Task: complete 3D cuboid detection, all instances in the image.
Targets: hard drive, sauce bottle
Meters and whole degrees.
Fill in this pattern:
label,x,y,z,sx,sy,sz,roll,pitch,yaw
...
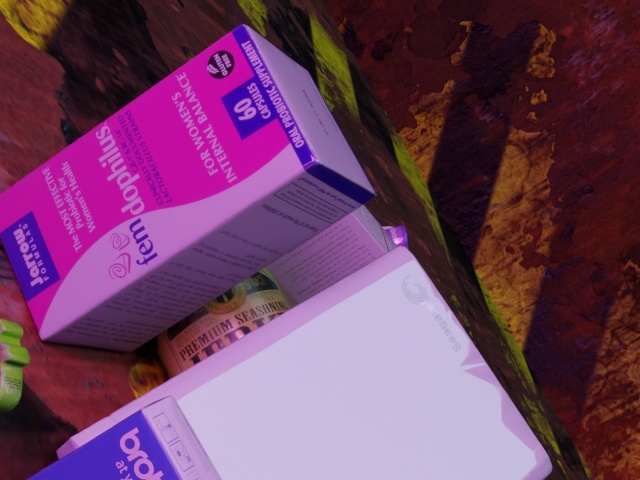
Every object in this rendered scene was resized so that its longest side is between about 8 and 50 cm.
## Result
label,x,y,z,sx,sy,sz,roll,pitch,yaw
hard drive,0.008,0.147,0.707,0.307,0.040,0.203,-28,82,-41
sauce bottle,-0.072,0.074,0.816,0.344,0.111,0.111,57,13,17

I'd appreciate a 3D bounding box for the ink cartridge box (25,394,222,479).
label,x,y,z,sx,sy,sz,roll,pitch,yaw
ink cartridge box,-0.072,0.197,0.564,0.207,0.097,0.046,59,14,6

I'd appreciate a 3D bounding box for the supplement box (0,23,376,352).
label,x,y,z,sx,sy,sz,roll,pitch,yaw
supplement box,-0.094,-0.027,0.723,0.111,0.220,0.114,62,15,19

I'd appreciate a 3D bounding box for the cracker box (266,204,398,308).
label,x,y,z,sx,sy,sz,roll,pitch,yaw
cracker box,-0.020,0.019,1.021,0.232,0.155,0.067,49,15,-34

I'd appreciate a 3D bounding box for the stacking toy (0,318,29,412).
label,x,y,z,sx,sy,sz,roll,pitch,yaw
stacking toy,-0.242,-0.014,0.547,0.167,0.052,0.221,28,34,-61

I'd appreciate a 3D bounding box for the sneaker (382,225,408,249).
label,x,y,z,sx,sy,sz,roll,pitch,yaw
sneaker,0.000,0.000,1.130,0.282,0.161,0.102,46,19,-37
